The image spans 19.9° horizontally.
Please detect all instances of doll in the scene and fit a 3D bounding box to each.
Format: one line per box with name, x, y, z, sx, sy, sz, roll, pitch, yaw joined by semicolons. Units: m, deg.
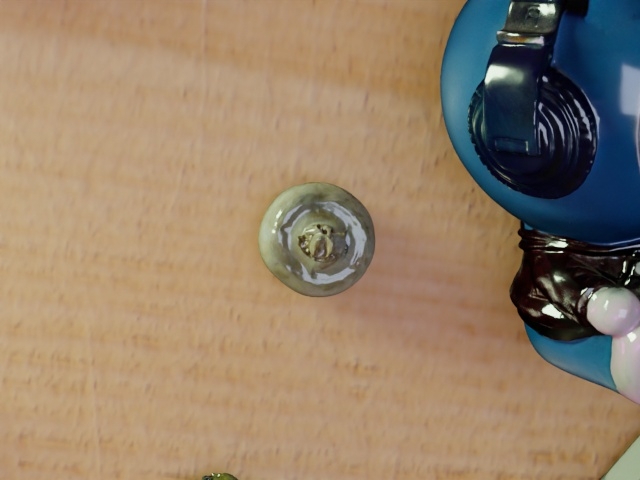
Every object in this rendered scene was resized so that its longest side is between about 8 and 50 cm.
doll;0.207;-0.069;1.263;0.284;0.240;0.310;-32;121;-48

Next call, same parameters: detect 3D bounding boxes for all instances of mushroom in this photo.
mushroom;0.000;0.000;1.296;0.085;0.079;0.085;0;92;-13

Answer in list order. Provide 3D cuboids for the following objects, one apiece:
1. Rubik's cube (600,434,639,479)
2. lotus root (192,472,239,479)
Rubik's cube;0.324;0.276;1.300;0.259;0.256;0.253;44;85;-13
lotus root;-0.041;0.234;1.311;0.088;0.088;0.165;-35;91;-7
